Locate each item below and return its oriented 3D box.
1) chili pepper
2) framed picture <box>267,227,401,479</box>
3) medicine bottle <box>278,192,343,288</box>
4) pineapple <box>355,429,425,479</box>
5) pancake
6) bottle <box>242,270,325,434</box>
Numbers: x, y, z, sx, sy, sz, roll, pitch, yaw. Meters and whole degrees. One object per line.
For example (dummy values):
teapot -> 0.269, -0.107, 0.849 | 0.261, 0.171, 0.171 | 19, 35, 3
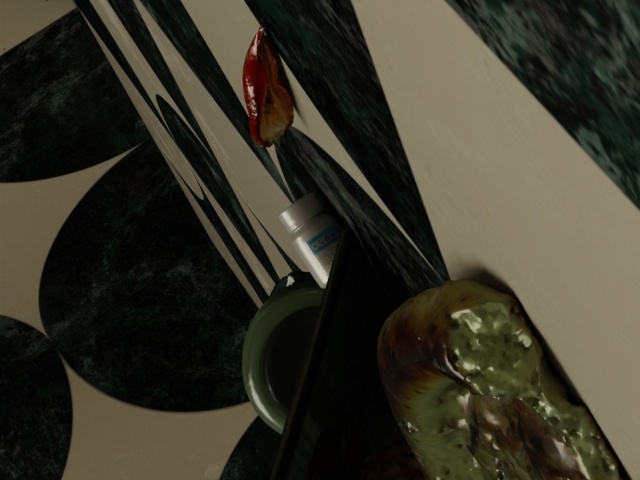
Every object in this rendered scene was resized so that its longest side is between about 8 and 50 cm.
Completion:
chili pepper -> -0.049, -0.130, 1.408 | 0.027, 0.045, 0.178 | 45, 164, 22
framed picture -> 0.030, 0.199, 1.569 | 0.265, 0.016, 0.347 | 62, -146, -43
medicine bottle -> 0.000, 0.000, 1.656 | 0.089, 0.052, 0.052 | 56, 174, 6
pineapple -> 0.096, 0.247, 1.504 | 0.166, 0.193, 0.166 | 47, 170, 11
pancake -> 0.138, 0.185, 1.235 | 0.305, 0.067, 0.427 | 55, 165, 12
bottle -> -0.006, 0.121, 1.861 | 0.168, 0.168, 0.347 | 57, 180, -4
